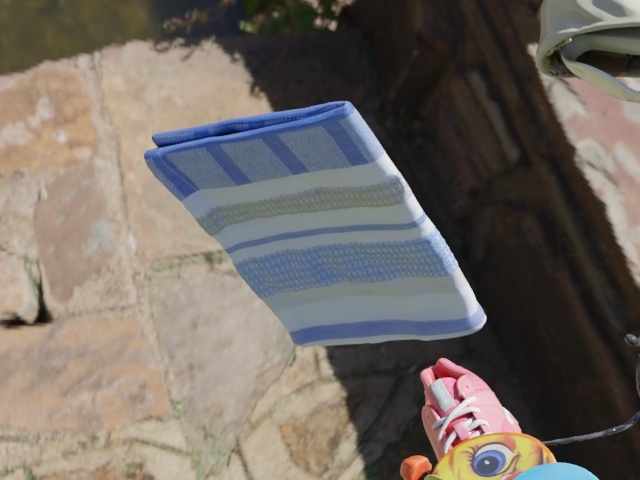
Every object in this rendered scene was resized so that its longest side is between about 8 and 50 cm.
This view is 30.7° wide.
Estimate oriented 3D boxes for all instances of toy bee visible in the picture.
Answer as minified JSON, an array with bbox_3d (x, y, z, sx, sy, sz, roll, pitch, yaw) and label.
[{"bbox_3d":[0.122,0.195,0.744,0.298,0.162,0.195,-42,121,-53],"label":"toy bee"}]

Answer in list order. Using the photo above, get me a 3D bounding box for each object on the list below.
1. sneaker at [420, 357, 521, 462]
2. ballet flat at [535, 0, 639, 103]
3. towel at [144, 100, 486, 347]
[{"bbox_3d":[0.157,0.222,1.270,0.116,0.314,0.136,-35,102,5],"label":"sneaker"},{"bbox_3d":[0.242,-0.117,0.740,0.248,0.086,0.086,18,46,43],"label":"ballet flat"},{"bbox_3d":[0.000,0.000,1.004,0.209,0.285,0.034,-7,47,31],"label":"towel"}]
